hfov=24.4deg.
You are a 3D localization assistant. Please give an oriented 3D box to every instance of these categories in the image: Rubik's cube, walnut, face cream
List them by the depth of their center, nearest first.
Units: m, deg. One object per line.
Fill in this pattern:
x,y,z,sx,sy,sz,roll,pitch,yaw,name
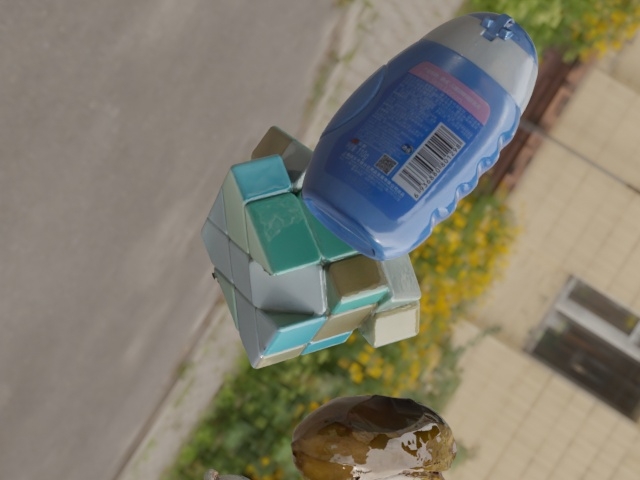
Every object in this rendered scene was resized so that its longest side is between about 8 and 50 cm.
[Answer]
0.100,-0.110,1.383,0.264,0.149,0.083,-49,163,-13,face cream
0.000,0.000,1.632,0.212,0.265,0.224,-16,164,-21,Rubik's cube
0.067,0.253,1.815,0.245,0.137,0.137,1,130,-38,walnut

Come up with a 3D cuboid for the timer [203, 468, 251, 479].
-0.097,0.424,1.724,0.291,0.290,0.315,108,-22,-61,timer
